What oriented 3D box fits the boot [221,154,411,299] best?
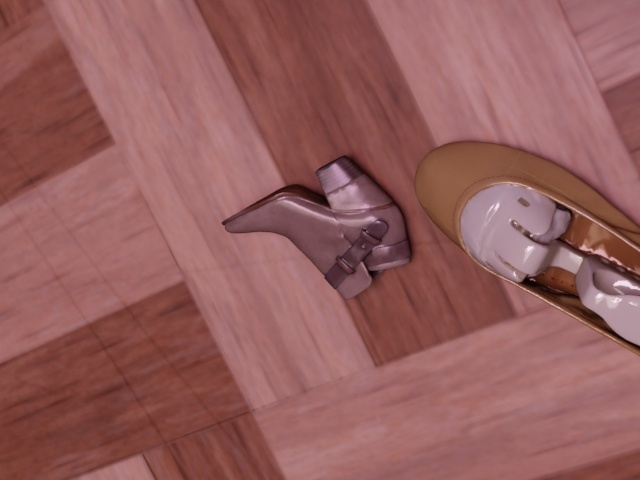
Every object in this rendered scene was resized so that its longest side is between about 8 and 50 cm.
[{"bbox_3d":[0.000,0.000,0.787,0.118,0.042,0.087,-25,97,28],"label":"boot"}]

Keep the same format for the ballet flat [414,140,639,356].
[{"bbox_3d":[0.154,0.010,0.703,0.232,0.073,0.080,28,115,14],"label":"ballet flat"}]
